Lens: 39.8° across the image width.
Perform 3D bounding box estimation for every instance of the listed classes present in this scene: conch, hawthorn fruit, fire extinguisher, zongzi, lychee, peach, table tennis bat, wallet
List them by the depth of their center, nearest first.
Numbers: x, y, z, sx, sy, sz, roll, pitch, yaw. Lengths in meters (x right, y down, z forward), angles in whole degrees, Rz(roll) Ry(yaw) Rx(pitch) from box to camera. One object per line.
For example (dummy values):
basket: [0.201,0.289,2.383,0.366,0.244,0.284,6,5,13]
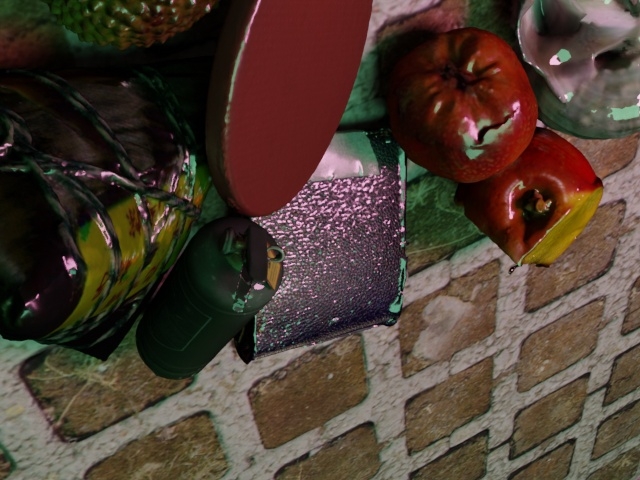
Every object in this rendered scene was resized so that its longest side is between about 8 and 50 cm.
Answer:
lychee: [-0.145,-0.227,0.679,0.171,0.171,0.171,-20,138,-20]
zongzi: [-0.241,0.010,0.787,0.383,0.319,0.362,-23,141,-51]
table tennis bat: [-0.006,-0.213,0.794,0.268,0.051,0.415,-30,139,-61]
fire extinguisher: [-0.108,0.058,0.880,0.095,0.114,0.311,19,148,-16]
hawthorn fruit: [0.152,-0.144,0.976,0.173,0.179,0.174,-1,97,-7]
conch: [0.315,-0.218,1.024,0.220,0.195,0.277,-10,158,-12]
wallet: [0.000,0.000,1.032,0.220,0.071,0.262,-10,114,-30]
peach: [0.275,-0.062,1.136,0.154,0.159,0.267,-45,160,17]
